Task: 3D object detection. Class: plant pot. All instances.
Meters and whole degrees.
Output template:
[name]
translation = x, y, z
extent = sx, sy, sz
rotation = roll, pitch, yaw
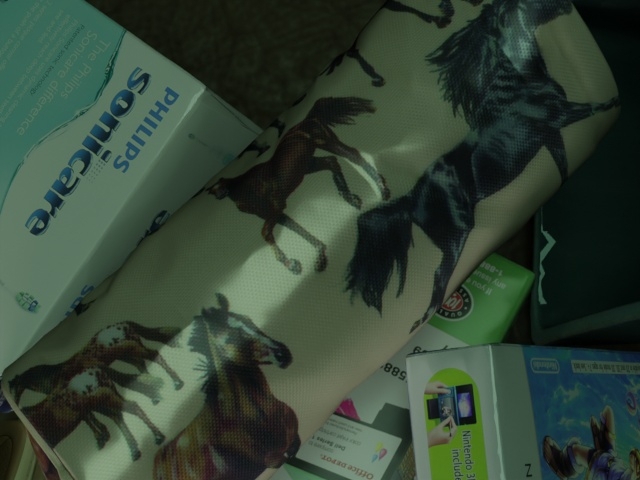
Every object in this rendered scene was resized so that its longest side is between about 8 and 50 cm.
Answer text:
[plant pot]
translation = 0.297, -0.053, 0.807
extent = 0.252, 0.248, 0.247
rotation = 6, 80, -8

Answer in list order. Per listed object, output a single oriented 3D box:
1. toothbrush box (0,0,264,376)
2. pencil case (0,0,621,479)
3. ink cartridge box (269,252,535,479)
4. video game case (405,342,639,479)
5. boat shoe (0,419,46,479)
[toothbrush box]
translation = -0.216, -0.071, 0.833
extent = 0.295, 0.126, 0.216
rotation = 35, 92, 22
[pencil case]
translation = 0.000, 0.000, 0.727
extent = 0.410, 0.183, 0.160
rotation = -46, 106, -9
[ink cartridge box]
translation = -0.006, 0.108, 0.856
extent = 0.201, 0.117, 0.278
rotation = 27, 82, 9
[video game case]
translation = 0.158, 0.189, 0.758
extent = 0.061, 0.269, 0.244
rotation = -12, 78, 36
[boat shoe]
translation = -0.220, 0.277, 0.862
extent = 0.098, 0.109, 0.302
rotation = 17, 78, -32
